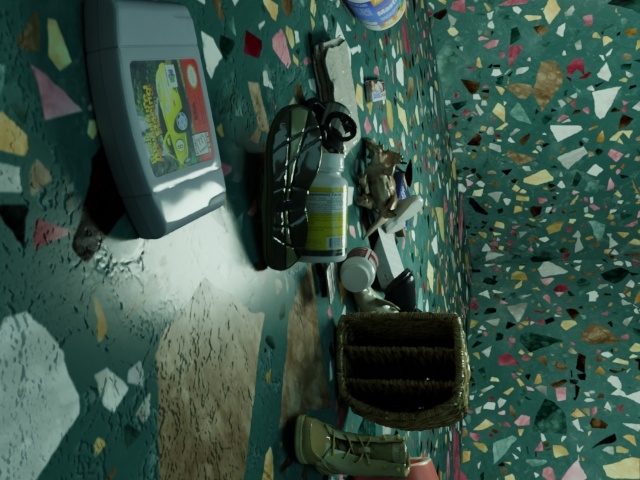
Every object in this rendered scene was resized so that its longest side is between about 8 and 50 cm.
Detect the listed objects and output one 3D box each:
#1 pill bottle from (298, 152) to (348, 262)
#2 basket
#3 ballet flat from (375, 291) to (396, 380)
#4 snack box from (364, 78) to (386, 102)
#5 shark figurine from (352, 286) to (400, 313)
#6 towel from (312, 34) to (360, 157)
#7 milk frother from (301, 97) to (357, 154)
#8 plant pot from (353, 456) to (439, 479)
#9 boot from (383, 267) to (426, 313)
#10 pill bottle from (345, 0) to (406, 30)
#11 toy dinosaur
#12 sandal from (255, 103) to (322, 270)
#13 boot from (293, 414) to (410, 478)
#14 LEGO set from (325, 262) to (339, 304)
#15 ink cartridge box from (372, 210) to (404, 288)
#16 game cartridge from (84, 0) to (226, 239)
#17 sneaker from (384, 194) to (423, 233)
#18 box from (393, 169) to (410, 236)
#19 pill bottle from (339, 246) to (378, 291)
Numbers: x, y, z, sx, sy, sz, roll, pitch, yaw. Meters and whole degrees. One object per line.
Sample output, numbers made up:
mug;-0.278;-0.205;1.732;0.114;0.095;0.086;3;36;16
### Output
pill bottle;-0.005;-0.066;1.208;0.119;0.119;0.209;-16;108;-69
basket;0.187;0.308;1.435;0.223;0.299;0.214;66;30;-49
ballet flat;0.201;0.298;1.748;0.107;0.106;0.316;-24;109;-69
snack box;0.172;-0.466;1.913;0.178;0.022;0.064;-40;125;-66
shark figurine;0.160;0.212;1.626;0.278;0.116;0.166;40;-4;-12
towel;0.047;-0.355;1.525;0.187;0.049;0.282;-54;136;-59
milk frother;0.033;-0.250;1.333;0.129;0.143;0.135;55;38;-42
plant pot;0.192;0.662;1.481;0.275;0.274;0.243;27;53;-67
boot;0.277;0.202;1.733;0.094;0.207;0.246;-39;161;-20
pill bottle;0.129;-0.688;1.648;0.272;0.152;0.152;15;72;-69
toy dinosaur;0.178;-0.150;1.750;0.200;0.127;0.296;-17;108;-76
sandal;-0.076;-0.095;1.110;0.120;0.086;0.303;-6;111;-44
boot;0.068;0.415;1.228;0.262;0.203;0.095;62;31;-51
LEGO set;0.000;0.000;1.377;0.182;0.060;0.244;-65;149;-72
ink cartridge box;0.198;0.040;1.894;0.189;0.066;0.232;22;45;-67
game cartridge;-0.209;-0.160;0.801;0.196;0.060;0.294;-39;123;-61
sneaker;0.228;-0.098;1.826;0.094;0.080;0.212;66;-25;14
box;0.277;-0.140;2.127;0.136;0.036;0.225;66;28;-44
pill bottle;0.092;0.072;1.493;0.152;0.086;0.086;-51;135;-73
